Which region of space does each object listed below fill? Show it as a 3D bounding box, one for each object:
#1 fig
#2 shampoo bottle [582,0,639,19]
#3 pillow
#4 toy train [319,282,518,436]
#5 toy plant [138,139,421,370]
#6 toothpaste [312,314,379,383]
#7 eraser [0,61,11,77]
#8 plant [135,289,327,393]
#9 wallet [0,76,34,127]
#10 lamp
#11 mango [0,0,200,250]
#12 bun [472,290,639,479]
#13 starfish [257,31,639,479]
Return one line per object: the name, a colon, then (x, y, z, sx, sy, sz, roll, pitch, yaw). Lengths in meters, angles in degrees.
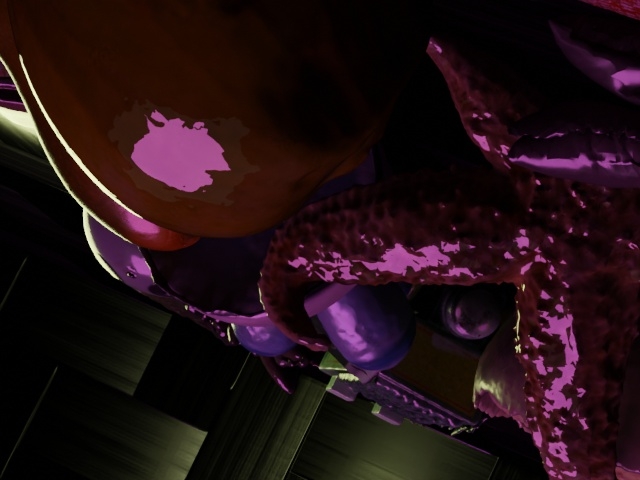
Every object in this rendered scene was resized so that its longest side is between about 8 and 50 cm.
fig: (-0.075, -0.138, 0.976, 0.271, 0.239, 0.239, 35, 169, -1)
shampoo bottle: (0.155, -0.148, 0.813, 0.314, 0.076, 0.118, 22, 169, 20)
pillow: (0.274, -0.031, 0.963, 0.228, 0.101, 0.326, 20, -179, 33)
toy train: (0.111, 0.102, 1.846, 0.159, 0.188, 0.271, 29, 170, -13)
toy plant: (0.000, 0.000, 1.540, 0.247, 0.247, 0.332, 21, 171, 27)
toothpaste: (-0.067, -0.013, 1.727, 0.392, 0.061, 0.099, 50, 165, 7)
eraser: (-0.317, -0.165, 1.982, 0.230, 0.038, 0.157, 25, 169, 13)
plant: (-0.094, 0.052, 2.084, 0.320, 0.194, 0.181, 23, 173, 30)
wallet: (-0.221, -0.120, 1.538, 0.152, 0.039, 0.118, 10, 172, 5)
lamp: (-0.177, -0.037, 1.909, 0.197, 0.198, 0.244, 23, 160, 17)
mango: (-0.173, -0.124, 1.357, 0.146, 0.129, 0.289, -25, 100, 39)
bun: (0.325, 0.137, 1.467, 0.364, 0.202, 0.364, 26, 176, 2)
starfish: (0.187, 0.049, 1.217, 0.432, 0.324, 0.082, 30, -160, -5)
